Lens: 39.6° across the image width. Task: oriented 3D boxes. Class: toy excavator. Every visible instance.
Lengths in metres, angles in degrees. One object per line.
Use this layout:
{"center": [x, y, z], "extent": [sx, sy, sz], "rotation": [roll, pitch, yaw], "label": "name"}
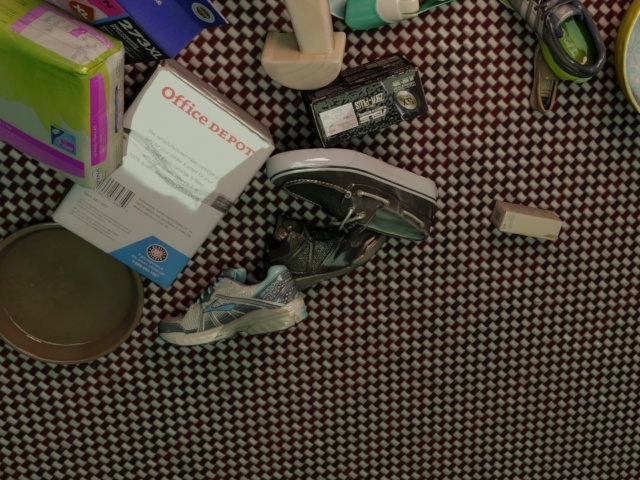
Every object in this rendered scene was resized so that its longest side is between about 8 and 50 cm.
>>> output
{"center": [-0.127, -0.440, 1.269], "extent": [0.445, 0.222, 0.433], "rotation": [19, 139, -8], "label": "toy excavator"}

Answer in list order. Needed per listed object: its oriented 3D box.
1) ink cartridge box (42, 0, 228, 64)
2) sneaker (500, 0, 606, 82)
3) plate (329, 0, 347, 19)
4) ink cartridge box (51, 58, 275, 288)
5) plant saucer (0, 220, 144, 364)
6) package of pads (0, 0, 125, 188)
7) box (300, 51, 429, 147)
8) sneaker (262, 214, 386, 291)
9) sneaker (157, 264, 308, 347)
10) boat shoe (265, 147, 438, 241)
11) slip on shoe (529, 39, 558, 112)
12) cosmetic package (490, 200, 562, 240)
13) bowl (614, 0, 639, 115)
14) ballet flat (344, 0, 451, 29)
{"center": [-0.300, -0.326, 1.238], "extent": [0.176, 0.371, 0.069], "rotation": [45, 64, -34], "label": "ink cartridge box"}
{"center": [0.373, -0.386, 1.442], "extent": [0.111, 0.121, 0.300], "rotation": [-41, 99, 6], "label": "sneaker"}
{"center": [0.065, -0.448, 1.433], "extent": [0.188, 0.024, 0.188], "rotation": [-3, 112, -8], "label": "plate"}
{"center": [-0.255, -0.114, 1.458], "extent": [0.223, 0.129, 0.307], "rotation": [35, 103, -19], "label": "ink cartridge box"}
{"center": [-0.448, 0.089, 1.553], "extent": [0.278, 0.041, 0.278], "rotation": [-3, 115, -7], "label": "plant saucer"}
{"center": [-0.422, -0.238, 1.284], "extent": [0.296, 0.101, 0.229], "rotation": [28, 138, 13], "label": "package of pads"}
{"center": [0.067, -0.232, 1.454], "extent": [0.180, 0.147, 0.077], "rotation": [-20, 113, -2], "label": "box"}
{"center": [0.000, 0.000, 1.569], "extent": [0.227, 0.087, 0.130], "rotation": [-22, 120, 6], "label": "sneaker"}
{"center": [-0.163, 0.110, 1.572], "extent": [0.283, 0.110, 0.122], "rotation": [-13, 93, 18], "label": "sneaker"}
{"center": [0.064, -0.069, 1.482], "extent": [0.335, 0.121, 0.119], "rotation": [10, 71, -29], "label": "boat shoe"}
{"center": [0.393, -0.288, 1.542], "extent": [0.051, 0.041, 0.135], "rotation": [4, 111, -11], "label": "slip on shoe"}
{"center": [0.377, -0.036, 1.633], "extent": [0.115, 0.060, 0.041], "rotation": [11, 111, -12], "label": "cosmetic package"}
{"center": [0.611, -0.331, 1.499], "extent": [0.289, 0.156, 0.289], "rotation": [-3, 112, -8], "label": "bowl"}
{"center": [0.156, -0.397, 1.408], "extent": [0.247, 0.087, 0.083], "rotation": [-25, 124, -6], "label": "ballet flat"}
